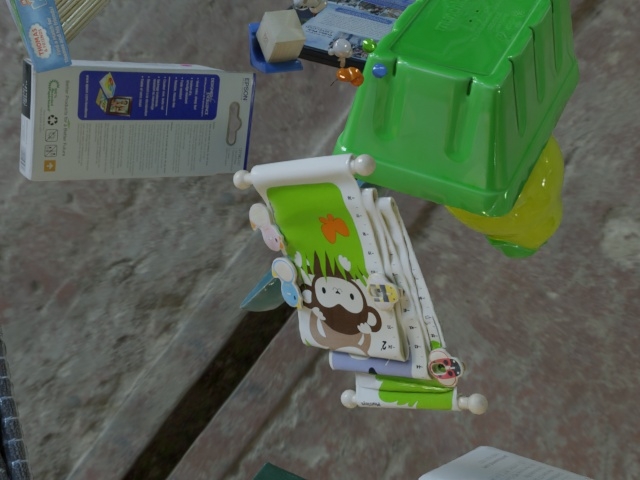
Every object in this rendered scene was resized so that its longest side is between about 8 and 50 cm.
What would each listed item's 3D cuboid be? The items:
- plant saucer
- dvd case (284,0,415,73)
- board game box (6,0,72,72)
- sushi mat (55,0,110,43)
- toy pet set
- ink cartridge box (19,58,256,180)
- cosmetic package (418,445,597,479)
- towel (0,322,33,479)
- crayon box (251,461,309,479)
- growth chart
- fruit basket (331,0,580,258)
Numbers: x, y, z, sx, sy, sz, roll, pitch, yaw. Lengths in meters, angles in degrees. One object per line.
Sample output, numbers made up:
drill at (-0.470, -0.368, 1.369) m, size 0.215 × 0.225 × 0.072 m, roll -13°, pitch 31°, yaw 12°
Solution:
plant saucer at (0.000, 0.000, 1.497) m, size 0.044 × 0.317 × 0.317 m, roll 44°, pitch 93°, yaw -3°
dvd case at (0.040, -0.323, 1.449) m, size 0.180 × 0.253 × 0.022 m, roll 18°, pitch 129°, yaw 16°
board game box at (-0.293, -0.273, 0.936) m, size 0.039 × 0.211 × 0.160 m, roll -18°, pitch 126°, yaw -14°
sushi mat at (-0.341, -0.465, 1.514) m, size 0.151 × 0.019 × 0.316 m, roll 44°, pitch 85°, yaw -11°
toy pet set at (-0.010, -0.200, 1.021) m, size 0.114 × 0.065 × 0.122 m, roll -11°, pitch 69°, yaw -23°
ink cartridge box at (-0.281, -0.189, 1.539) m, size 0.371 × 0.069 × 0.175 m, roll -4°, pitch 111°, yaw -32°
cosmetic package at (0.291, 0.347, 0.785) m, size 0.453 × 0.161 × 0.230 m, roll 14°, pitch 97°, yaw 30°
towel at (-0.312, 0.174, 0.829) m, size 0.121 × 0.235 × 0.283 m, roll -12°, pitch 71°, yaw -20°
crayon box at (-0.125, 0.474, 1.356) m, size 0.083 × 0.323 × 0.203 m, roll 21°, pitch 110°, yaw 13°
growth chart at (0.024, 0.037, 0.785) m, size 0.172 × 0.021 × 0.237 m, roll -15°, pitch 103°, yaw 46°
fruit basket at (0.208, -0.149, 1.336) m, size 0.283 × 0.392 × 0.392 m, roll 19°, pitch 92°, yaw 19°
